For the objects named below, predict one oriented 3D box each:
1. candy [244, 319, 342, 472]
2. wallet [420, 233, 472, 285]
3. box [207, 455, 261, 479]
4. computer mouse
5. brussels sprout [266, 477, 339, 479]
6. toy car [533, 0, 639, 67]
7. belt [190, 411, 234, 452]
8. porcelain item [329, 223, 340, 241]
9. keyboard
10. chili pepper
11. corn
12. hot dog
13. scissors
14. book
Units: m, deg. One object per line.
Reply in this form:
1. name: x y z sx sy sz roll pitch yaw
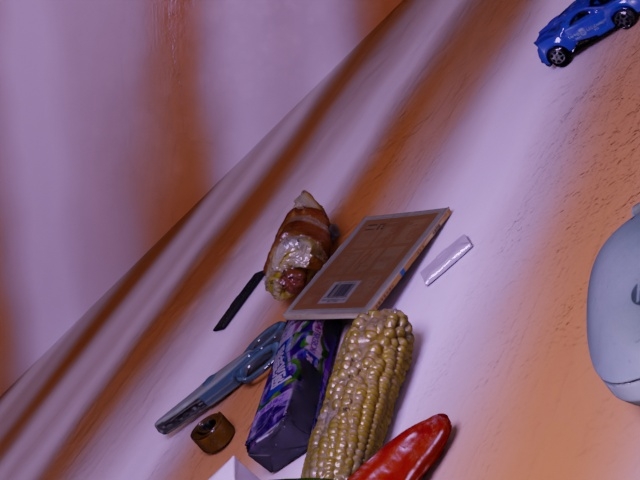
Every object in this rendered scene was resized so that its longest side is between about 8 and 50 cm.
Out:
1. candy: -0.030 0.181 1.338 0.088 0.061 0.312 -40 16 26
2. wallet: 0.168 0.026 1.307 0.083 0.011 0.044 -43 16 12
3. box: -0.118 0.375 0.971 0.203 0.116 0.274 -44 15 7
4. computer mouse: 0.291 0.029 0.831 0.159 0.097 0.288 -40 17 28
5. brussels sprout: 0.007 0.286 0.575 0.354 0.289 0.281 -5 56 49
6. toy car: 0.419 -0.345 1.494 0.216 0.063 0.103 -30 21 45
7. belt: -0.159 0.287 1.455 0.059 0.036 0.083 -46 14 -24
8. porcelain item: 0.000 0.000 1.773 0.083 0.028 0.036 -37 20 32
9. keyboard: -0.160 0.118 1.925 0.155 0.010 0.053 -55 17 -28
10. chili pepper: 0.071 0.232 0.956 0.169 0.065 0.088 -45 26 -20
11. corn: 0.042 0.183 1.100 0.086 0.086 0.288 -33 21 38
12. hot dog: -0.032 0.013 1.689 0.213 0.103 0.146 -71 8 -49
13. scissors: -0.162 0.234 1.583 0.289 0.041 0.138 -37 16 18
14. book: 0.068 0.034 1.412 0.170 0.018 0.242 -6 33 45
